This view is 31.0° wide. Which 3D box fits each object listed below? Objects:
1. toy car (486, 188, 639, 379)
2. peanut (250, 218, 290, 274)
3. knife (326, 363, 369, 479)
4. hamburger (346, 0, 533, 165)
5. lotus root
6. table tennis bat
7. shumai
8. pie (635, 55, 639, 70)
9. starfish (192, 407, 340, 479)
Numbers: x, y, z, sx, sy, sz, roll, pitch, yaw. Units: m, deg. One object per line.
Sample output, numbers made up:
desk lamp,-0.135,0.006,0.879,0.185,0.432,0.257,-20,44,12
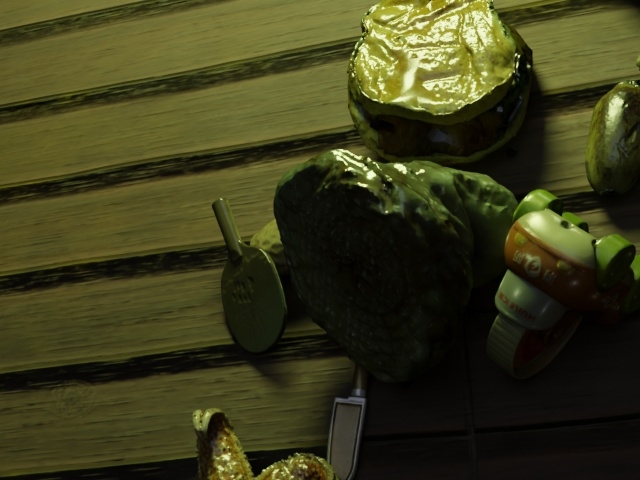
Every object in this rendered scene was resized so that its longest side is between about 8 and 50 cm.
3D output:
toy car,0.288,0.073,1.434,0.145,0.235,0.235,37,80,33
peanut,0.000,0.000,1.643,0.214,0.090,0.099,-8,89,18
knife,0.040,0.223,1.548,0.046,0.022,0.256,6,67,11
hamburger,0.175,-0.237,1.679,0.265,0.134,0.285,1,57,24
lotus root,0.409,-0.141,1.569,0.089,0.080,0.179,6,65,24
table tennis bat,-0.108,0.047,1.644,0.131,0.022,0.234,-37,65,42
shumai,0.122,-0.007,1.507,0.263,0.309,0.304,-30,71,-36
pie,0.579,-0.174,1.515,0.337,0.075,0.338,-3,60,5
starfish,-0.115,0.380,1.473,0.312,0.113,0.303,12,74,22
